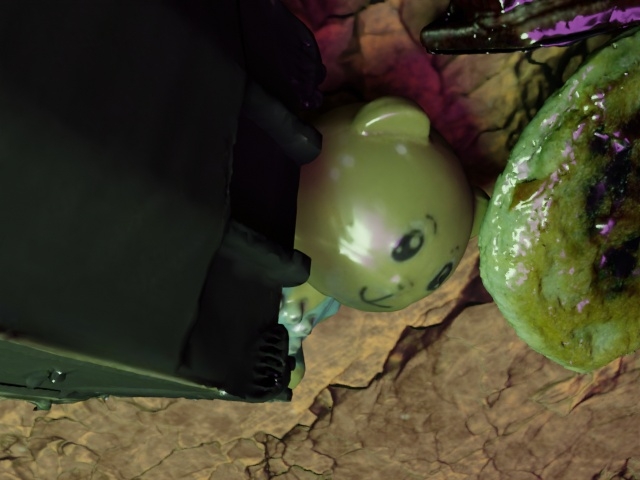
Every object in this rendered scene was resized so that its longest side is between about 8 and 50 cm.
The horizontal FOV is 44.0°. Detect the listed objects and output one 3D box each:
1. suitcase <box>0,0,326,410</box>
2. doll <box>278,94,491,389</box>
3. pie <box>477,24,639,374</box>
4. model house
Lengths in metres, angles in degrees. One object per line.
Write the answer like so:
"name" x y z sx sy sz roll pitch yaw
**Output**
"suitcase" -0.159 -0.072 0.383 0.194 0.283 0.434 -3 161 26
"doll" 0.000 0.000 0.637 0.261 0.161 0.177 -30 135 19
"pie" 0.270 -0.033 0.634 0.323 0.070 0.323 -12 125 -18
"model house" 0.164 -0.214 0.518 0.203 0.141 0.164 -14 113 -2
